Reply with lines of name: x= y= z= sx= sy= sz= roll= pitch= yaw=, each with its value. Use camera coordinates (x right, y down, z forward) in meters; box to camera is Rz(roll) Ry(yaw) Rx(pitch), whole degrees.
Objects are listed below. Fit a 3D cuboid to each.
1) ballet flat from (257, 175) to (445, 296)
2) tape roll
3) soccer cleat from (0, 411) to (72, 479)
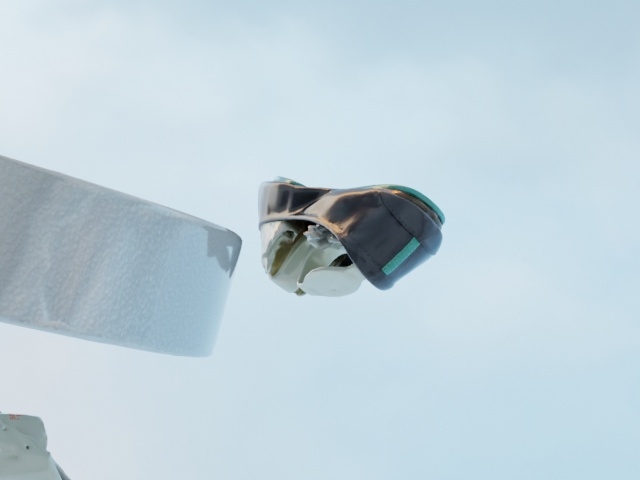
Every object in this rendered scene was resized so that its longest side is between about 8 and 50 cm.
ballet flat: x=0.000 y=0.000 z=0.827 sx=0.074 sy=0.074 sz=0.203 roll=-56 pitch=-157 yaw=-13
tape roll: x=-0.235 y=-0.021 z=0.717 sx=0.392 sy=0.392 sz=0.072 roll=14 pitch=-93 yaw=30
soccer cleat: x=-0.195 y=0.112 z=0.750 sx=0.076 sy=0.196 sz=0.068 roll=-44 pitch=-149 yaw=2
